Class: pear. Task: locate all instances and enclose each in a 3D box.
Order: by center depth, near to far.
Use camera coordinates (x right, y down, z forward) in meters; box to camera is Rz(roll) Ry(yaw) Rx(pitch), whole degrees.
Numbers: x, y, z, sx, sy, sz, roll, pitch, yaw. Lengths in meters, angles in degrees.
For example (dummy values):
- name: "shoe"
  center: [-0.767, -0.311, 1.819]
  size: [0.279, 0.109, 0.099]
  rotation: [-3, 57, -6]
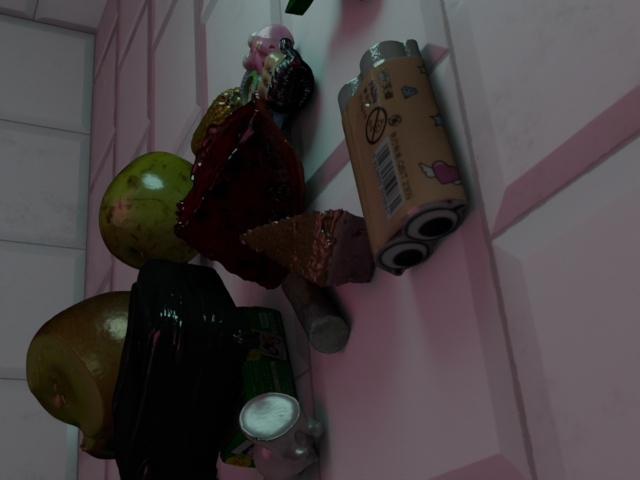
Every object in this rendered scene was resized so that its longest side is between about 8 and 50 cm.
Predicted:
- name: "pear"
  center: [-0.378, -0.065, 1.929]
  size: [0.283, 0.283, 0.284]
  rotation: [-29, 58, 60]

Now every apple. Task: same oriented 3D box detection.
- name: "apple"
  center: [-0.439, 0.305, 1.806]
  size: [0.374, 0.383, 0.374]
  rotation: [161, 90, -89]

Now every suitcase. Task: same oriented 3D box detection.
- name: "suitcase"
  center: [-0.255, 0.229, 1.453]
  size: [0.339, 0.188, 0.345]
  rotation: [-130, 51, -63]

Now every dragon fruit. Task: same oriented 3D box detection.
- name: "dragon fruit"
  center: [-0.116, -0.112, 1.532]
  size: [0.286, 0.228, 0.329]
  rotation: [-59, 17, 11]

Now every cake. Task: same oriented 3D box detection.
- name: "cake"
  center: [-0.021, 0.014, 1.282]
  size: [0.295, 0.115, 0.113]
  rotation: [1, 84, 58]

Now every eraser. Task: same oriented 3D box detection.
- name: "eraser"
  center: [0.102, -0.120, 1.123]
  size: [0.171, 0.087, 0.291]
  rotation: [-51, 41, 44]

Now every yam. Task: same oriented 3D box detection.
- name: "yam"
  center: [-0.011, 0.104, 1.317]
  size: [0.169, 0.068, 0.068]
  rotation: [56, 133, 53]

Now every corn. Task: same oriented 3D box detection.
- name: "corn"
  center: [-0.212, -0.241, 1.798]
  size: [0.305, 0.106, 0.106]
  rotation: [149, 124, -62]

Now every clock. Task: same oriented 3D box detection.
- name: "clock"
  center: [-0.084, -0.286, 1.549]
  size: [0.195, 0.100, 0.194]
  rotation: [-116, 37, -53]

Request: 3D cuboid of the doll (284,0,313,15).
- name: "doll"
  center: [0.015, -0.446, 1.368]
  size: [0.186, 0.106, 0.134]
  rotation: [16, 103, 48]

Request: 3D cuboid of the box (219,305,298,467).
- name: "box"
  center: [-0.125, 0.259, 1.476]
  size: [0.180, 0.103, 0.250]
  rotation: [-58, 36, 42]

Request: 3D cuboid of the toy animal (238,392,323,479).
- name: "toy animal"
  center: [-0.055, 0.363, 1.323]
  size: [0.104, 0.130, 0.221]
  rotation: [-72, -21, -58]
